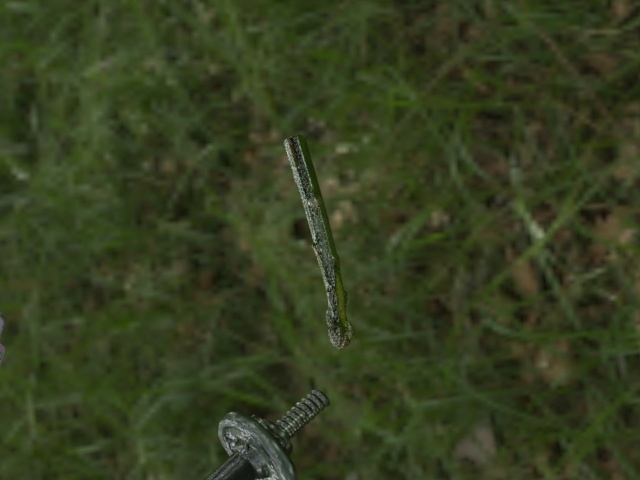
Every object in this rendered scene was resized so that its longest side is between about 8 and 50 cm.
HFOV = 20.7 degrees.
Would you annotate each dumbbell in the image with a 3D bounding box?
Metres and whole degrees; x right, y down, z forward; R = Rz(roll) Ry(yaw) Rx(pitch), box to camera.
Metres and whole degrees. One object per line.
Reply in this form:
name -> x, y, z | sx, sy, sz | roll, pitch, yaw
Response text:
dumbbell -> -0.087, 0.194, 1.290 | 0.110, 0.254, 0.110 | 37, 150, 25

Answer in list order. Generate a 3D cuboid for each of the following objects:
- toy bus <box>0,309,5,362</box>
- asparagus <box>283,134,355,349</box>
toy bus -> -0.198, 0.060, 0.922 | 0.102, 0.058, 0.052 | 139, 154, -70
asparagus -> 0.000, 0.000, 0.989 | 0.018, 0.015, 0.127 | -21, 73, 26
